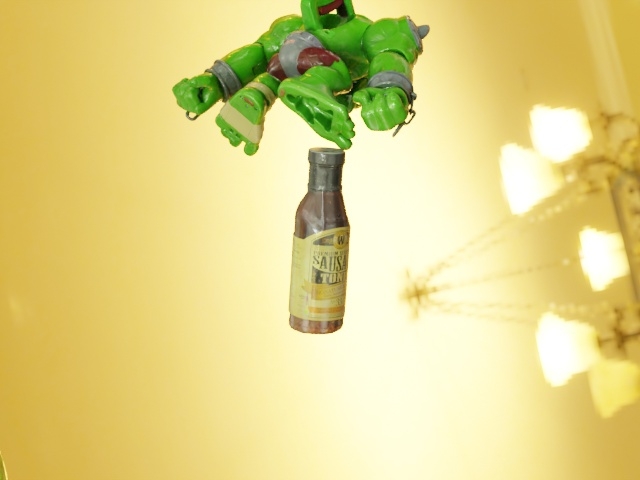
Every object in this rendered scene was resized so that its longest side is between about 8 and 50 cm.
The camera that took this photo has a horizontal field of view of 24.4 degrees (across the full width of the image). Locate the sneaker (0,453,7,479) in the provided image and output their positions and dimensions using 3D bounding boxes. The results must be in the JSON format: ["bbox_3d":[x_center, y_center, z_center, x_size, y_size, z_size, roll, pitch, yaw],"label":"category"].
[{"bbox_3d":[-0.261,0.133,0.948,0.109,0.123,0.295,0,-104,-21],"label":"sneaker"}]

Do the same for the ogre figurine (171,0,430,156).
[{"bbox_3d":[-0.002,-0.124,1.076,0.097,0.197,0.118,53,-126,-19],"label":"ogre figurine"}]

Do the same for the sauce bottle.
[{"bbox_3d":[0.000,0.000,1.024,0.042,0.042,0.128,-33,-53,-65],"label":"sauce bottle"}]
